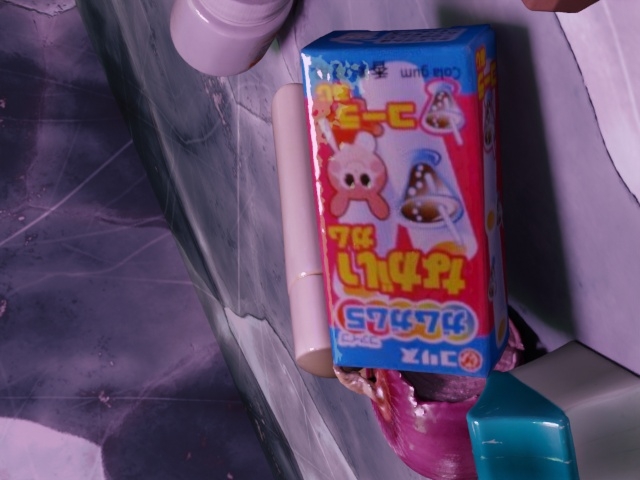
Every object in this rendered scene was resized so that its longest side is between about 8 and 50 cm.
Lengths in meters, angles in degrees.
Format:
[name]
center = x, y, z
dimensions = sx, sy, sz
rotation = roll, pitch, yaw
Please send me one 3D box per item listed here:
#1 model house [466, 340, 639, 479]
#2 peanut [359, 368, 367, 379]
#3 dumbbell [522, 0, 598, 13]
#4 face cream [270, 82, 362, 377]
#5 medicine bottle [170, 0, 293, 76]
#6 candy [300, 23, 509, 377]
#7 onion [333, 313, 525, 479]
[model house]
center = 0.202, 0.171, 1.009
dimensions = 0.127, 0.149, 0.100
rotation = -146, 42, -65
[peanut]
center = 0.035, 0.072, 1.474
dimensions = 0.137, 0.122, 0.253
rotation = 94, 155, -54
[dumbbell]
center = 0.136, -0.267, 0.808
dimensions = 0.231, 0.082, 0.092
rotation = 64, 161, 19
[face cream]
center = 0.000, 0.000, 1.341
dimensions = 0.173, 0.081, 0.348
rotation = 61, -160, -60
[medicine bottle]
center = -0.107, -0.304, 1.425
dimensions = 0.252, 0.144, 0.144
rotation = 146, 102, -76
[candy]
center = 0.081, -0.034, 1.034
dimensions = 0.100, 0.157, 0.305
rotation = -44, -47, -61
[onion]
center = 0.129, 0.156, 1.190
dimensions = 0.207, 0.200, 0.200
rotation = 29, 141, 39
